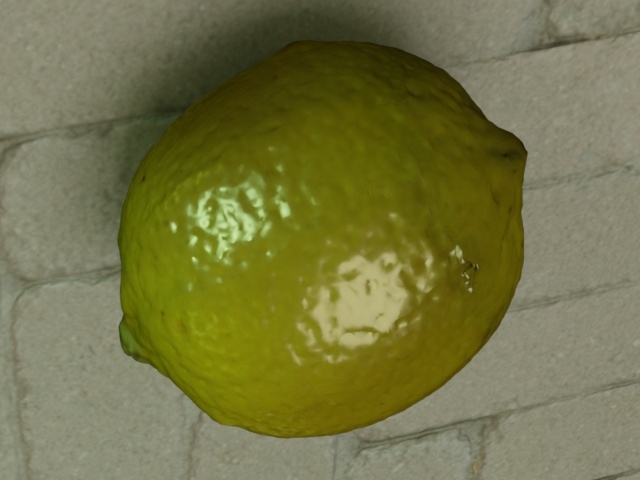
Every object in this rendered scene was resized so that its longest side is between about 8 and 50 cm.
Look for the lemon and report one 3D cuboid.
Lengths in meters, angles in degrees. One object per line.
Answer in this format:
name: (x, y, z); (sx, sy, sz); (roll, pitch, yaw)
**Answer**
lemon: (0.001, -0.001, 1.300); (0.336, 0.336, 0.336); (-13, 134, -14)
